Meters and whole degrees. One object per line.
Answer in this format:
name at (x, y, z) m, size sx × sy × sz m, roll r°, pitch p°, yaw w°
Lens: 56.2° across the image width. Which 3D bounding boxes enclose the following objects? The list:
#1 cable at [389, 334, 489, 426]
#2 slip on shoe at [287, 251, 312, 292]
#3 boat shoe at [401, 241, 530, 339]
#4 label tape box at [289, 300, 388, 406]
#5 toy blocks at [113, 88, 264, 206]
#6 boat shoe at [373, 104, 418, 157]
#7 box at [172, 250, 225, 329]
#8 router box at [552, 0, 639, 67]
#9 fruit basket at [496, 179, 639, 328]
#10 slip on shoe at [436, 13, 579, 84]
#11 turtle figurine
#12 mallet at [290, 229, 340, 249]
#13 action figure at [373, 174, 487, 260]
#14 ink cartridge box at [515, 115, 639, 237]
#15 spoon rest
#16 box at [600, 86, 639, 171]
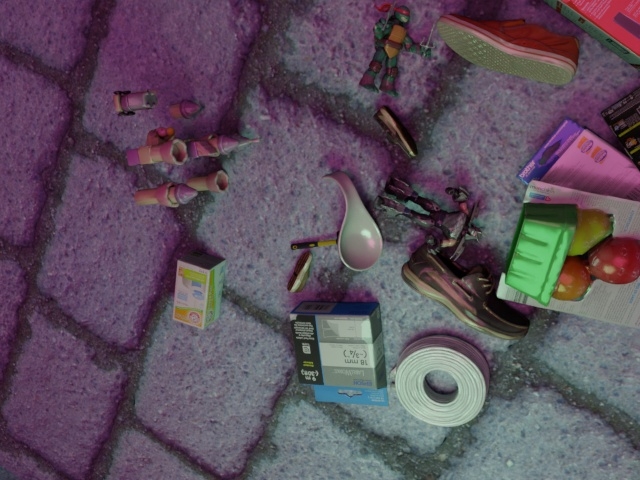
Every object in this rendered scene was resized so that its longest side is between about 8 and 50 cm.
cable at (0.331, 0.386, 1.648) m, size 0.257 × 0.089 × 0.257 m, roll 30°, pitch 114°, yaw 9°
slip on shoe at (-0.050, 0.094, 1.728) m, size 0.041 × 0.051 × 0.135 m, roll 17°, pitch 108°, yaw -28°
boat shoe at (0.381, 0.126, 1.529) m, size 0.355 × 0.132 × 0.130 m, roll 30°, pitch 114°, yaw 8°
label tape box at (0.058, 0.348, 1.728) m, size 0.240 × 0.106 × 0.334 m, roll -1°, pitch 105°, yaw 21°
toy blocks at (-0.334, -0.260, 1.588) m, size 0.260 × 0.288 × 0.309 m, roll -2°, pitch 103°, yaw 27°
boat shoe at (0.191, -0.270, 1.523) m, size 0.049 × 0.056 × 0.152 m, roll -36°, pitch 82°, yaw 30°
box at (-0.370, 0.151, 1.825) m, size 0.114 × 0.103 × 0.203 m, roll 16°, pitch 111°, yaw 15°
router box at (0.575, -0.433, 1.173) m, size 0.301 × 0.335 × 0.082 m, roll 39°, pitch 116°, yaw 5°
fruit basket at (0.616, 0.034, 1.374) m, size 0.353 × 0.165 × 0.327 m, roll 9°, pitch 123°, yaw 7°
slip on shoe at (0.424, -0.452, 1.360) m, size 0.331 × 0.123 × 0.101 m, roll 23°, pitch 80°, yaw 18°
turtle figurine at (0.179, -0.470, 1.434) m, size 0.175 × 0.118 × 0.234 m, roll 8°, pitch 117°, yaw -26°
mallet at (0.000, 0.000, 1.685) m, size 0.189 × 0.039 × 0.062 m, roll 1°, pitch 106°, yaw 24°
action figure at (0.281, -0.063, 1.504) m, size 0.285 × 0.099 × 0.185 m, roll 24°, pitch 72°, yaw 12°
ink cartridge box at (0.638, -0.130, 1.394) m, size 0.311 × 0.065 × 0.186 m, roll 37°, pitch 117°, yaw 4°
spoon rest at (0.084, -0.052, 1.595) m, size 0.084 × 0.137 × 0.276 m, roll -5°, pitch 106°, yaw 66°
box at (0.732, -0.257, 1.275) m, size 0.190 × 0.045 × 0.184 m, roll -36°, pitch 58°, yaw 27°
